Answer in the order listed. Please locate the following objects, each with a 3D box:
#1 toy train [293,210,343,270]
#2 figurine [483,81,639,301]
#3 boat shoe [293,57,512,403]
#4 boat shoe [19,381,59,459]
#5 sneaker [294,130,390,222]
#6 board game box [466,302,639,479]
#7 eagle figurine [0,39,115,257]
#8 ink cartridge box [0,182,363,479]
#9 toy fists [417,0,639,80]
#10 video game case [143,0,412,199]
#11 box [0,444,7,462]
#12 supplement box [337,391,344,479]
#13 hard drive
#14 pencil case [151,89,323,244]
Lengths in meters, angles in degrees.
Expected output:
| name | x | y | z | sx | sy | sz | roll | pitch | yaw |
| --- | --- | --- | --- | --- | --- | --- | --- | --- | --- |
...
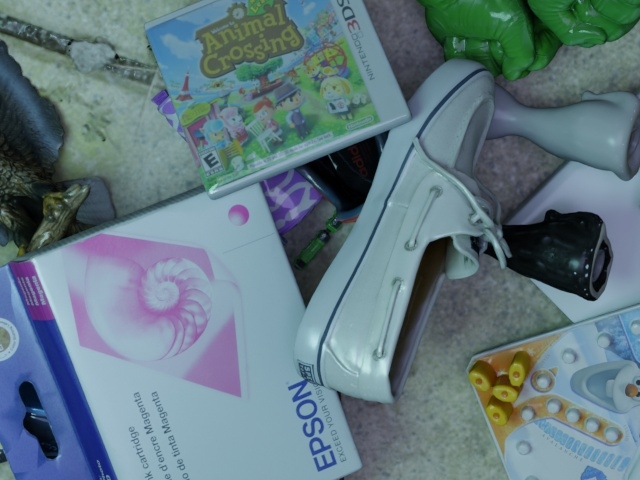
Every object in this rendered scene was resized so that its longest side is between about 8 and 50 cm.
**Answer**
| name | x | y | z | sx | sy | sz | roll | pitch | yaw |
| --- | --- | --- | --- | --- | --- | --- | --- | --- | --- |
| toy train | 0.000 | 0.000 | 1.707 | 0.017 | 0.024 | 0.083 | 39 | 95 | -6 |
| figurine | 0.212 | -0.065 | 1.641 | 0.209 | 0.092 | 0.215 | 14 | 83 | 23 |
| boat shoe | 0.120 | -0.005 | 1.535 | 0.156 | 0.136 | 0.367 | 19 | 70 | 27 |
| boat shoe | -0.264 | 0.210 | 1.647 | 0.258 | 0.109 | 0.089 | 14 | 102 | -2 |
| sneaker | -0.024 | -0.170 | 1.604 | 0.131 | 0.148 | 0.350 | -34 | 97 | 33 |
| board game box | 0.394 | 0.253 | 1.670 | 0.390 | 0.050 | 0.390 | -19 | 98 | 21 |
| eagle figurine | -0.366 | -0.080 | 1.633 | 0.298 | 0.225 | 0.226 | 36 | 52 | 23 |
| ink cartridge box | -0.162 | 0.138 | 1.561 | 0.330 | 0.071 | 0.324 | -22 | 99 | -13 |
| toy fists | 0.221 | -0.242 | 1.577 | 0.279 | 0.096 | 0.142 | -20 | 121 | 43 |
| video game case | -0.043 | -0.165 | 1.542 | 0.212 | 0.023 | 0.193 | -22 | 76 | 1 |
| box | -0.306 | 0.144 | 1.711 | 0.233 | 0.044 | 0.159 | -17 | 98 | 1 |
| supplement box | -0.017 | 0.191 | 1.692 | 0.080 | 0.104 | 0.188 | -2 | 97 | -1 |
| hard drive | 0.388 | -0.045 | 1.696 | 0.233 | 0.047 | 0.353 | 45 | 94 | -7 |
| pencil case | -0.084 | -0.093 | 1.667 | 0.206 | 0.088 | 0.086 | 52 | 54 | -6 |
